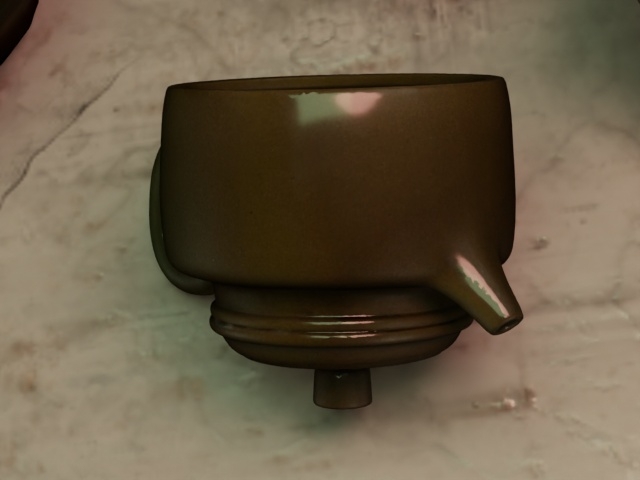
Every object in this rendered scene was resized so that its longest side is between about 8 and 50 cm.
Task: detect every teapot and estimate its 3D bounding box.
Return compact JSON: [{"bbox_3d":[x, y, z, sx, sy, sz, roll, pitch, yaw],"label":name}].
[{"bbox_3d":[0.000,0.000,1.037,0.268,0.186,0.175,6,98,46],"label":"teapot"}]

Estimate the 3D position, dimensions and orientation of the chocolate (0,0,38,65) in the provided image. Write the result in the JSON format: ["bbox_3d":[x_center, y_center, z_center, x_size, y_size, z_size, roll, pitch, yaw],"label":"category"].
[{"bbox_3d":[-0.253,-0.184,1.130,0.186,0.283,0.283,21,72,3],"label":"chocolate"}]

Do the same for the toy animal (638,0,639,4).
[{"bbox_3d":[0.213,-0.228,1.028,0.302,0.225,0.284,13,53,-18],"label":"toy animal"}]
